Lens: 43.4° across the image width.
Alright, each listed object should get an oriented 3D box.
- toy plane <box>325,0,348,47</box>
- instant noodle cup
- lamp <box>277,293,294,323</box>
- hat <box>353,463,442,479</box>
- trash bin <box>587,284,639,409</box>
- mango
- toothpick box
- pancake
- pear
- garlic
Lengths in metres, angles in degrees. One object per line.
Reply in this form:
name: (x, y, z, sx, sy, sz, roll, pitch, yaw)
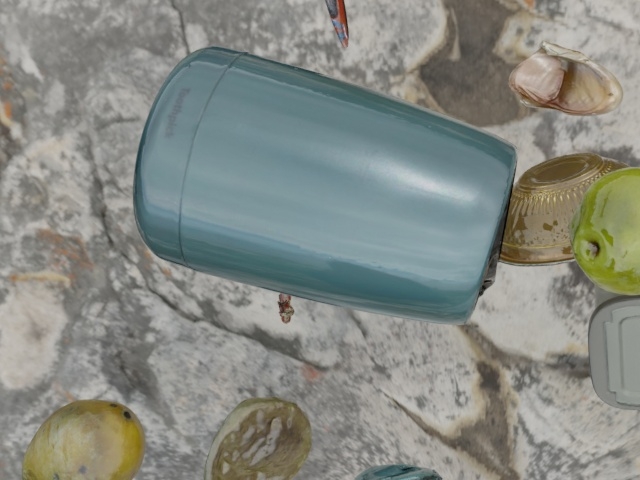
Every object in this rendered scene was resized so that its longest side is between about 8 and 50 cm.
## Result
toy plane: (0.008, -0.281, 0.768, 0.130, 0.189, 0.061, -3, 27, 27)
instant noodle cup: (0.363, -0.064, 1.181, 0.274, 0.274, 0.091, -21, 108, 2)
lamp: (-0.069, 0.115, 1.550, 0.031, 0.063, 0.083, -1, 67, -9)
hat: (0.120, 0.401, 1.268, 0.138, 0.191, 0.078, -13, 82, -12)
trash bin: (0.605, 0.156, 1.492, 0.219, 0.250, 0.220, -2, 110, 16)
mango: (-0.455, 0.401, 1.532, 0.175, 0.329, 0.176, 48, 52, -19)
toothpick box: (0.007, -0.025, 0.422, 0.184, 0.120, 0.120, 15, 73, 11)
pancake: (-0.115, 0.402, 1.515, 0.242, 0.242, 0.050, -44, 40, -7)
pear: (0.226, -0.006, 0.582, 0.097, 0.092, 0.092, -6, 65, -24)
garlic: (0.367, -0.235, 1.208, 0.174, 0.124, 0.099, 31, 109, 27)
